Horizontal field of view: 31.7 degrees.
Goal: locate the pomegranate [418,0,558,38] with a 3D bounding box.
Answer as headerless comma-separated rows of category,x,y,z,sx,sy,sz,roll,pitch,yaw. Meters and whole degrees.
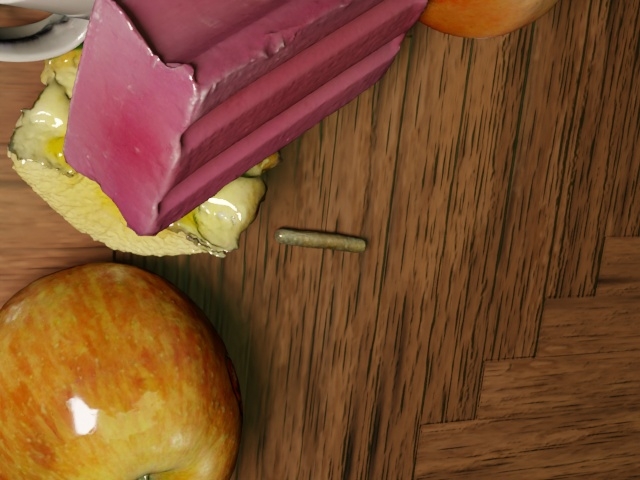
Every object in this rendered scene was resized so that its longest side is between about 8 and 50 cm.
pomegranate,0.171,-0.332,1.145,0.229,0.270,0.252,-39,126,-20

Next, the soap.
soap,-0.048,-0.178,1.022,0.128,0.233,0.359,45,54,10

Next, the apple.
apple,-0.209,0.179,1.133,0.277,0.250,0.309,-40,121,-10

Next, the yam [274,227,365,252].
yam,0.000,0.000,1.308,0.116,0.021,0.021,8,102,-28

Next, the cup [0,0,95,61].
cup,-0.213,-0.278,0.986,0.289,0.219,0.258,-50,160,22

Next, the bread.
bread,-0.177,-0.072,1.131,0.252,0.133,0.174,21,59,-8
